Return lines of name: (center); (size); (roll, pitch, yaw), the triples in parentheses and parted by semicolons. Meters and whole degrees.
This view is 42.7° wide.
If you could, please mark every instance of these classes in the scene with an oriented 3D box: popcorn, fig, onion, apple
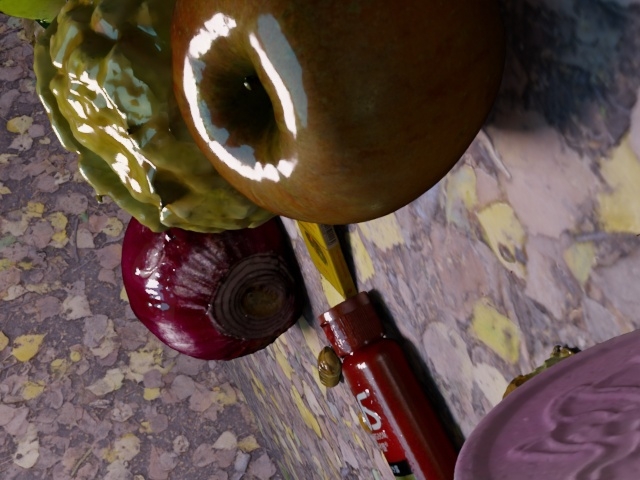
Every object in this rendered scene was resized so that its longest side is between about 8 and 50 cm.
popcorn: (-0.108, -0.137, 0.756); (0.282, 0.247, 0.282); (24, 130, 32)
fig: (0.087, 0.255, 1.141); (0.083, 0.050, 0.050); (50, 172, -29)
onion: (-0.186, 0.061, 1.343); (0.282, 0.260, 0.337); (42, 153, 42)
apple: (0.015, -0.130, 0.548); (0.237, 0.207, 0.237); (33, 143, 29)

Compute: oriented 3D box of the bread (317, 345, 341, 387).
bread: (0.012, 0.206, 1.320); (0.088, 0.033, 0.049); (93, 154, -60)

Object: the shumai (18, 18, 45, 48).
shumai: (-0.401, -0.409, 1.324); (0.346, 0.217, 0.283); (60, 171, 20)

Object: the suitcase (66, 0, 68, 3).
suitcase: (-0.186, -0.256, 0.942); (0.128, 0.202, 0.312); (59, 162, 21)

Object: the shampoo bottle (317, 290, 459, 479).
shampoo bottle: (0.097, 0.214, 0.977); (0.314, 0.076, 0.118); (62, 167, 8)

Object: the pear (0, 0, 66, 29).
pear: (-0.332, -0.458, 1.000); (0.165, 0.399, 0.399); (-8, 112, 31)

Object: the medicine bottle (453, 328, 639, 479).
medicine bottle: (0.213, 0.215, 0.367); (0.326, 0.212, 0.212); (66, 164, -7)

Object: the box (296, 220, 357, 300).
box: (0.000, 0.000, 1.030); (0.087, 0.023, 0.155); (43, 161, 43)

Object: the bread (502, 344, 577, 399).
bread: (0.194, 0.160, 0.604); (0.140, 0.069, 0.128); (46, 157, 51)
